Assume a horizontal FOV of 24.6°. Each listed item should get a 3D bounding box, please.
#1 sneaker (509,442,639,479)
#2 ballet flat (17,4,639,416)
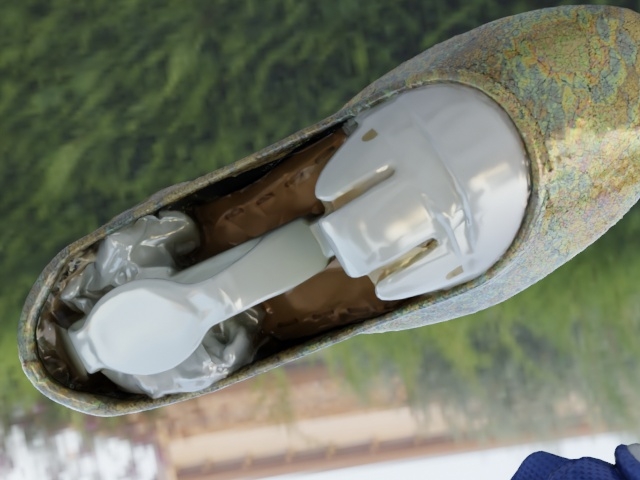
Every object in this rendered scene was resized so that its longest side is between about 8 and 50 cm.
[{"bbox_3d":[0.110,0.123,0.408,0.112,0.131,0.296,-48,-178,-12],"label":"sneaker"},{"bbox_3d":[0.000,0.000,0.672,0.348,0.123,0.123,-23,178,26],"label":"ballet flat"}]
